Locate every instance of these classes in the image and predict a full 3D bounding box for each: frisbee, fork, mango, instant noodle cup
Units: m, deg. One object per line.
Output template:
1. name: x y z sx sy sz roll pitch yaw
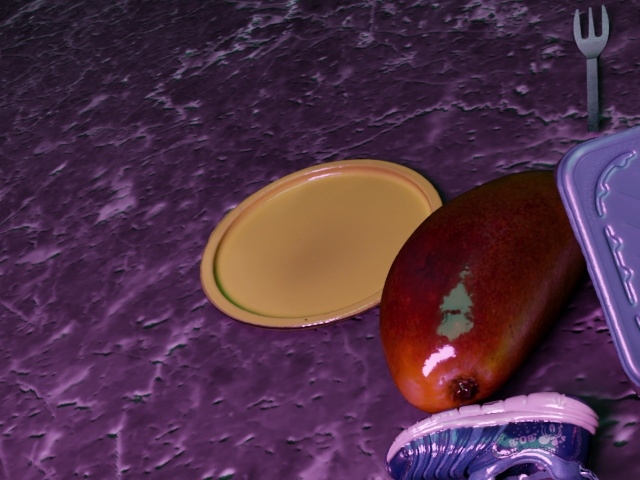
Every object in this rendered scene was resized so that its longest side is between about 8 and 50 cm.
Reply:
1. frisbee: 0.000 0.000 0.856 0.236 0.017 0.236 -12 38 10
2. fork: 0.276 -0.172 0.940 0.039 0.021 0.235 -8 40 23
3. mango: 0.126 0.022 0.696 0.133 0.111 0.267 -6 30 44
4. instant noodle cup: 0.257 0.005 0.635 0.157 0.070 0.179 -17 78 3

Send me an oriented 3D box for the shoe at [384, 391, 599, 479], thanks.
1. shoe: 0.112 0.143 0.598 0.143 0.064 0.071 -13 56 19
